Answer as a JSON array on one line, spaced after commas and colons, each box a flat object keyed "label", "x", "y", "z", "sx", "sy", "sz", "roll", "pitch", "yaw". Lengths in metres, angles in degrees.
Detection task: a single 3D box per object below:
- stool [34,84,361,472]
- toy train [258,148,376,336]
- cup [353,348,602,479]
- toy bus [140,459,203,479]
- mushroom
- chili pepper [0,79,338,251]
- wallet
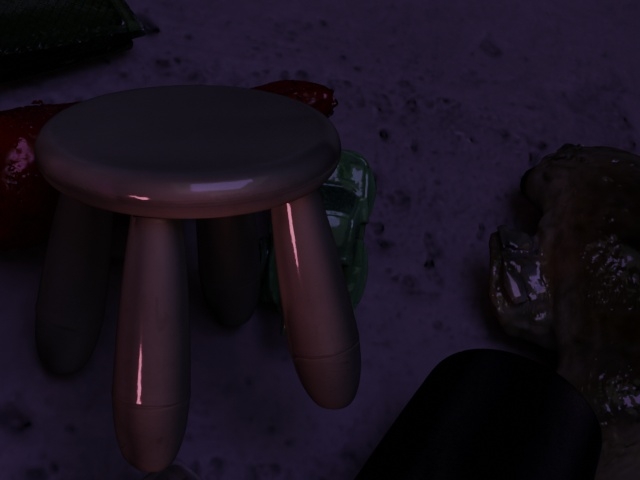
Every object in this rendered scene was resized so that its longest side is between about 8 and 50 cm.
[{"label": "stool", "x": -0.085, "y": 0.015, "z": 0.804, "sx": 0.195, "sy": 0.199, "sz": 0.195, "roll": -13, "pitch": 26, "yaw": -31}, {"label": "toy train", "x": 0.000, "y": 0.000, "z": 0.950, "sx": 0.099, "sy": 0.081, "sz": 0.149, "roll": 9, "pitch": 93, "yaw": -16}, {"label": "cup", "x": 0.114, "y": 0.215, "z": 0.869, "sx": 0.166, "sy": 0.239, "sz": 0.177, "roll": 4, "pitch": 38, "yaw": 29}, {"label": "toy bus", "x": -0.036, "y": 0.261, "z": 0.765, "sx": 0.268, "sy": 0.092, "sz": 0.106, "roll": 39, "pitch": 38, "yaw": 11}, {"label": "mushroom", "x": 0.258, "y": 0.059, "z": 1.014, "sx": 0.247, "sy": 0.130, "sz": 0.344, "roll": 25, "pitch": 52, "yaw": -13}, {"label": "chili pepper", "x": -0.156, "y": -0.063, "z": 0.915, "sx": 0.387, "sy": 0.110, "sz": 0.110, "roll": -16, "pitch": 68, "yaw": -28}, {"label": "wallet", "x": -0.280, "y": -0.193, "z": 0.977, "sx": 0.236, "sy": 0.055, "sz": 0.160, "roll": -21, "pitch": 67, "yaw": -39}]
